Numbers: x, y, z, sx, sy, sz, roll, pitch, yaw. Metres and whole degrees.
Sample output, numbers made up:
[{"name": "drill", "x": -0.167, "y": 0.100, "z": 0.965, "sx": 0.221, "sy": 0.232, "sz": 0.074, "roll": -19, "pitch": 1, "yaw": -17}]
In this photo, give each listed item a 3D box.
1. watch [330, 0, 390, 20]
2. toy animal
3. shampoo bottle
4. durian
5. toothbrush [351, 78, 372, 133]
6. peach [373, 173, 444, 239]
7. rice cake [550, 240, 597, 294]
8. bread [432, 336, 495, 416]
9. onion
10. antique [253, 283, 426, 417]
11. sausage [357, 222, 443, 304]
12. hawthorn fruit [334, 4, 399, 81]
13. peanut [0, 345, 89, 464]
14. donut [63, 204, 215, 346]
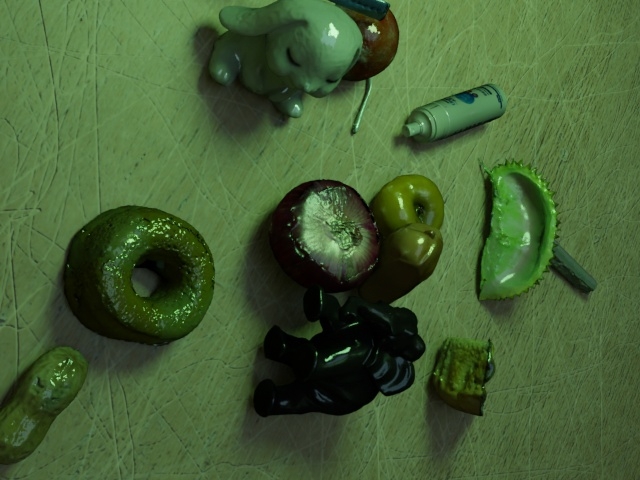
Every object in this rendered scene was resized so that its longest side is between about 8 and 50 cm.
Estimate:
[{"name": "watch", "x": -0.038, "y": -0.524, "z": 1.507, "sx": 0.275, "sy": 0.068, "sz": 0.276, "roll": -1, "pitch": 47, "yaw": -37}, {"name": "toy animal", "x": -0.048, "y": -0.360, "z": 1.467, "sx": 0.272, "sy": 0.265, "sz": 0.205, "roll": 22, "pitch": 75, "yaw": -32}, {"name": "shampoo bottle", "x": 0.303, "y": -0.290, "z": 1.831, "sx": 0.303, "sy": 0.092, "sz": 0.092, "roll": -22, "pitch": 102, "yaw": -34}, {"name": "durian", "x": 0.480, "y": -0.027, "z": 1.925, "sx": 0.170, "sy": 0.157, "sz": 0.355, "roll": 2, "pitch": 88, "yaw": -20}, {"name": "toothbrush", "x": 0.100, "y": -0.327, "z": 1.728, "sx": 0.022, "sy": 0.017, "sz": 0.204, "roll": 21, "pitch": 76, "yaw": -15}, {"name": "peach", "x": 0.196, "y": -0.059, "z": 1.742, "sx": 0.179, "sy": 0.103, "sz": 0.179, "roll": -2, "pitch": 94, "yaw": -37}, {"name": "rice cake", "x": 0.659, "y": 0.062, "z": 2.115, "sx": 0.270, "sy": 0.049, "sz": 0.055, "roll": 39, "pitch": 54, "yaw": -28}, {"name": "bread", "x": 0.327, "y": 0.304, "z": 1.818, "sx": 0.251, "sy": 0.133, "sz": 0.174, "roll": 42, "pitch": 61, "yaw": -78}, {"name": "onion", "x": 0.004, "y": -0.007, "z": 1.567, "sx": 0.248, "sy": 0.161, "sz": 0.247, "roll": 7, "pitch": 81, "yaw": -45}, {"name": "antique", "x": 0.043, "y": 0.224, "z": 1.541, "sx": 0.255, "sy": 0.322, "sz": 0.185, "roll": 16, "pitch": 40, "yaw": -31}, {"name": "sausage", "x": 0.164, "y": 0.048, "z": 1.641, "sx": 0.120, "sy": 0.241, "sz": 0.136, "roll": 36, "pitch": 53, "yaw": -8}, {"name": "hawthorn fruit", "x": 0.084, "y": -0.417, "z": 1.625, "sx": 0.173, "sy": 0.173, "sz": 0.172, "roll": 0, "pitch": 89, "yaw": -36}, {"name": "peanut", "x": -0.459, "y": 0.263, "z": 1.272, "sx": 0.099, "sy": 0.100, "sz": 0.214, "roll": 46, "pitch": 70, "yaw": -27}, {"name": "donut", "x": -0.297, "y": 0.066, "z": 1.378, "sx": 0.272, "sy": 0.107, "sz": 0.271, "roll": -1, "pitch": 92, "yaw": -38}]
